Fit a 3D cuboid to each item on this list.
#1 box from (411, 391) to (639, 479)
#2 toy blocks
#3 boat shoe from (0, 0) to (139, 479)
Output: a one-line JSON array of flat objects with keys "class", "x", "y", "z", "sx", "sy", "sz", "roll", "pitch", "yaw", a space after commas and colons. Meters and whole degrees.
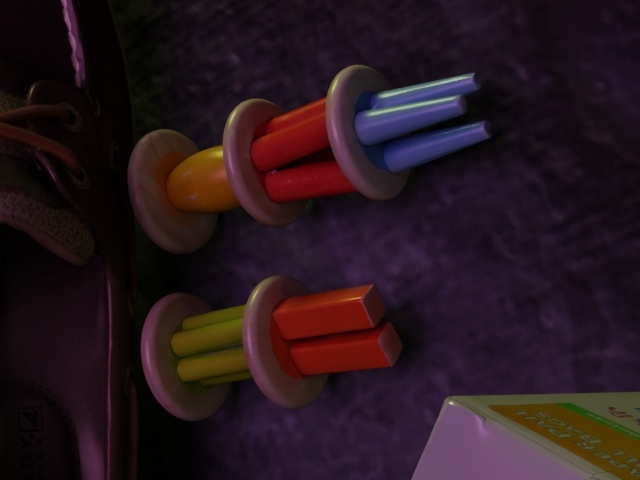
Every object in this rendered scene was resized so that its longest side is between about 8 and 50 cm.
[{"class": "box", "x": 0.107, "y": 0.108, "z": 0.398, "sx": 0.114, "sy": 0.203, "sz": 0.103, "roll": 27, "pitch": 102, "yaw": 35}, {"class": "toy blocks", "x": 0.000, "y": 0.000, "z": 0.580, "sx": 0.148, "sy": 0.054, "sz": 0.123, "roll": -14, "pitch": 77, "yaw": 34}, {"class": "boat shoe", "x": -0.124, "y": -0.011, "z": 0.600, "sx": 0.123, "sy": 0.123, "sz": 0.341, "roll": 167, "pitch": 99, "yaw": -74}]
